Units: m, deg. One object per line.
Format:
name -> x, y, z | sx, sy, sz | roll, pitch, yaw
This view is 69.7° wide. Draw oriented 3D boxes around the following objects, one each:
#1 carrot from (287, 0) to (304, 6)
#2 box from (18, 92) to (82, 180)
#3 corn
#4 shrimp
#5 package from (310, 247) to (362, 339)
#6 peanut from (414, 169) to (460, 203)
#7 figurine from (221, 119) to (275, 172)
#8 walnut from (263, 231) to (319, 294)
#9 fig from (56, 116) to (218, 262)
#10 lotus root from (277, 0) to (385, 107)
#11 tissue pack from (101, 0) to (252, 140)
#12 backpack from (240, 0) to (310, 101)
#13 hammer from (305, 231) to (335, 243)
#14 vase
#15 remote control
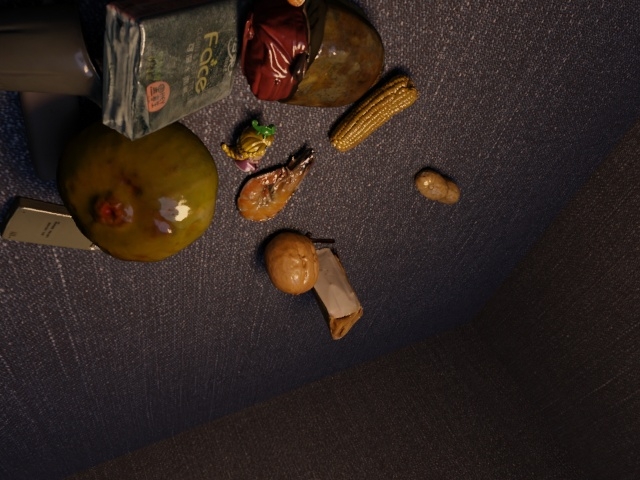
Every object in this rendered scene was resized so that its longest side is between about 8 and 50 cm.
carrot -> -0.057, -0.519, 0.899 | 0.055, 0.162, 0.055 | -6, 152, -3
box -> -0.557, -0.236, 0.962 | 0.103, 0.055, 0.244 | -11, 142, -30
corn -> 0.149, -0.364, 1.337 | 0.291, 0.101, 0.101 | -38, 147, 16
shrimp -> -0.137, -0.173, 1.389 | 0.164, 0.062, 0.317 | 16, 127, -46
package -> 0.047, 0.189, 1.788 | 0.164, 0.311, 0.221 | -23, 145, -8
peanut -> 0.460, -0.204, 1.794 | 0.101, 0.117, 0.263 | -28, 156, 34
figurine -> -0.190, -0.259, 1.208 | 0.114, 0.095, 0.156 | 16, 146, -24
walnut -> -0.101, 0.082, 1.613 | 0.195, 0.222, 0.195 | -13, 169, -3
fig -> -0.378, -0.132, 1.014 | 0.343, 0.343, 0.343 | -21, 146, -15
lotus root -> 0.046, -0.424, 1.128 | 0.260, 0.149, 0.267 | 1, 139, -39
tissue pack -> -0.268, -0.350, 0.872 | 0.316, 0.103, 0.228 | -51, 172, -48
backpack -> -0.099, -0.402, 0.972 | 0.138, 0.229, 0.229 | 5, 136, -15
hammer -> 0.000, 0.000, 1.768 | 0.178, 0.021, 0.065 | 4, 132, -43
vase -> -0.540, -0.335, 0.781 | 0.300, 0.156, 0.251 | -10, 115, -21
remote control -> -0.645, -0.033, 1.185 | 0.285, 0.038, 0.123 | 11, 130, -49
